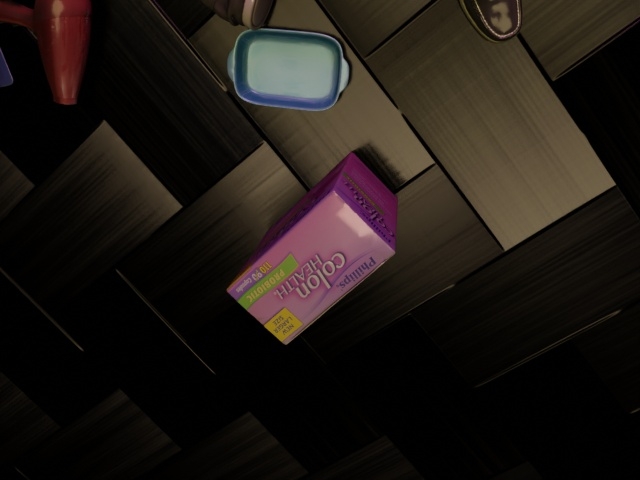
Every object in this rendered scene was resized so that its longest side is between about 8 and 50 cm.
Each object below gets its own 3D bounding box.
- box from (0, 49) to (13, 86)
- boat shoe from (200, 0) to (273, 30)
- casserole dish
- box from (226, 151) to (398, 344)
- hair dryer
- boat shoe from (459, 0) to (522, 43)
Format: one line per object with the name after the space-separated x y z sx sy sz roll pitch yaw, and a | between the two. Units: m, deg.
-0.619 -0.301 0.867 0.226 0.036 0.136 -6 110 22 | box
-0.078 -0.459 0.704 0.096 0.112 0.335 24 111 2 | boat shoe
-0.048 -0.265 0.819 0.189 0.037 0.114 8 112 6 | casserole dish
0.000 0.000 0.804 0.117 0.243 0.213 44 111 -10 | box
-0.457 -0.358 0.839 0.224 0.080 0.293 -19 103 32 | hair dryer
0.219 -0.376 0.714 0.080 0.073 0.223 -20 107 15 | boat shoe
